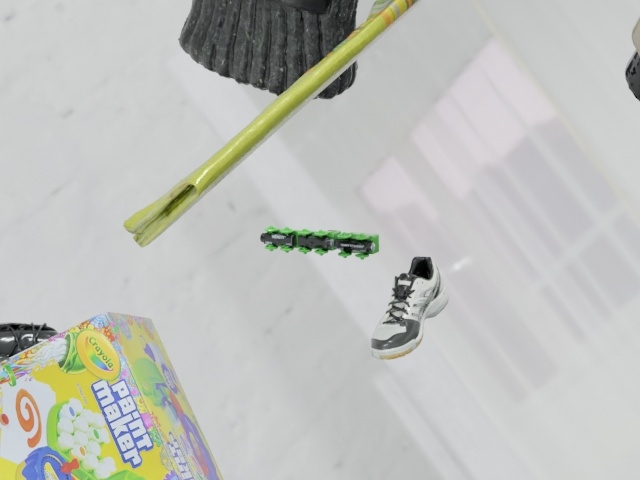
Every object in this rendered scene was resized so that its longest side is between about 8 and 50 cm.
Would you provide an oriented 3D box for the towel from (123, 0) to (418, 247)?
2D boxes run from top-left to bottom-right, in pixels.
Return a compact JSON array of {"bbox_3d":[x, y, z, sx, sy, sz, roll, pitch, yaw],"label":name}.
[{"bbox_3d":[-0.008,-0.087,0.787,0.237,0.021,0.102,-45,3,-29],"label":"towel"}]

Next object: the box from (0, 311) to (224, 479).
[{"bbox_3d":[-0.260,0.265,1.508,0.279,0.290,0.177,-26,-9,6],"label":"box"}]

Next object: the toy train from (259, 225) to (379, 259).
[{"bbox_3d":[0.000,0.000,0.950,0.083,0.017,0.023,5,12,27],"label":"toy train"}]

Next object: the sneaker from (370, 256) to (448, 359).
[{"bbox_3d":[0.049,0.039,0.881,0.032,0.037,0.083,0,30,28],"label":"sneaker"}]

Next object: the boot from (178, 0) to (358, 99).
[{"bbox_3d":[-0.091,-0.300,1.312,0.131,0.348,0.260,-25,-41,-36],"label":"boot"}]

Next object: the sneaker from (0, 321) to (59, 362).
[{"bbox_3d":[-0.400,0.141,1.845,0.130,0.286,0.109,-34,50,43],"label":"sneaker"}]

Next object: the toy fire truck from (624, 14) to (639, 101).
[{"bbox_3d":[0.286,-0.033,0.743,0.158,0.217,0.246,113,153,-44],"label":"toy fire truck"}]
